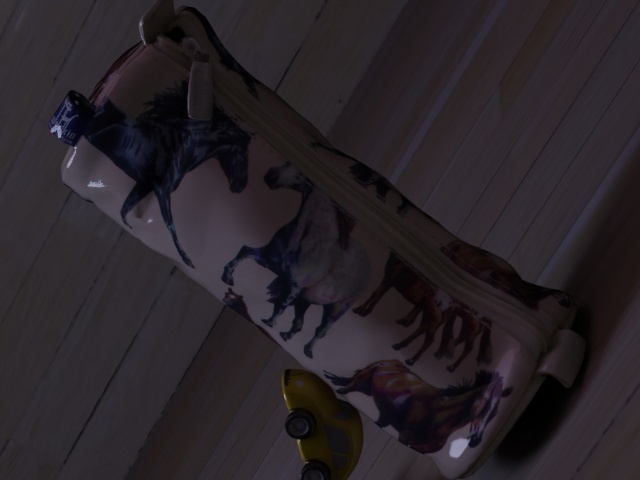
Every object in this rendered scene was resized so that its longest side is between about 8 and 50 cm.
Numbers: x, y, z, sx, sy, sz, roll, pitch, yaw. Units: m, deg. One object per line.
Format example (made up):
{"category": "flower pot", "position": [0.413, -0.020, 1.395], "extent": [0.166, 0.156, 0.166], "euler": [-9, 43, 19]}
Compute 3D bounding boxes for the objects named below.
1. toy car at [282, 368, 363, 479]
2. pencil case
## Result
{"category": "toy car", "position": [0.030, 0.235, 1.392], "extent": [0.239, 0.053, 0.225], "euler": [69, -171, -48]}
{"category": "pencil case", "position": [0.000, 0.000, 1.351], "extent": [0.160, 0.410, 0.183], "euler": [-50, -6, -26]}
